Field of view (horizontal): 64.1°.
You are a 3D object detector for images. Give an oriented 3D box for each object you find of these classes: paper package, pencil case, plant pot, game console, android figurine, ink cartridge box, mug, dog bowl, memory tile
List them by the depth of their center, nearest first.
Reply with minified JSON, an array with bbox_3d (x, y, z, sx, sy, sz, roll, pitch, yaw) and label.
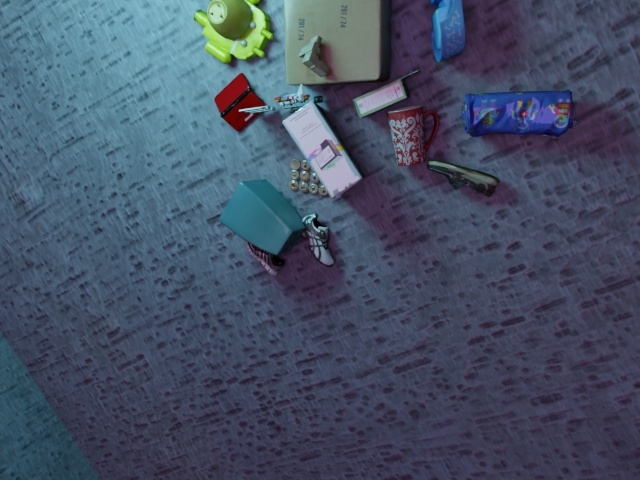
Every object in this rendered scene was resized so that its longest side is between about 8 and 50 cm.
[{"bbox_3d":[0.347,-0.659,1.432,0.074,0.166,0.298,-9,102,6],"label":"dog bowl"},{"bbox_3d":[0.563,-0.360,1.468,0.305,0.119,0.133,3,108,16],"label":"pencil case"},{"bbox_3d":[0.051,-0.632,1.518,0.309,0.168,0.325,3,107,17],"label":"paper package"},{"bbox_3d":[0.213,-0.443,1.554,0.209,0.109,0.062,-21,99,20],"label":"ink cartridge box"},{"bbox_3d":[0.286,-0.323,1.568,0.150,0.113,0.170,-4,107,19],"label":"mug"},{"bbox_3d":[-0.298,-0.700,1.581,0.134,0.095,0.134,4,105,17],"label":"plant pot"},{"bbox_3d":[0.017,-0.281,1.602,0.117,0.201,0.278,-32,95,11],"label":"ink cartridge box"},{"bbox_3d":[-0.277,-0.699,1.658,0.272,0.056,0.248,37,112,6],"label":"android figurine"},{"bbox_3d":[-0.182,-0.067,1.725,0.234,0.165,0.166,41,113,14],"label":"plant pot"},{"bbox_3d":[-0.274,-0.470,1.742,0.144,0.085,0.124,-35,124,22],"label":"game console"},{"bbox_3d":[-0.036,-0.216,1.744,0.147,0.012,0.113,11,108,14],"label":"memory tile"}]

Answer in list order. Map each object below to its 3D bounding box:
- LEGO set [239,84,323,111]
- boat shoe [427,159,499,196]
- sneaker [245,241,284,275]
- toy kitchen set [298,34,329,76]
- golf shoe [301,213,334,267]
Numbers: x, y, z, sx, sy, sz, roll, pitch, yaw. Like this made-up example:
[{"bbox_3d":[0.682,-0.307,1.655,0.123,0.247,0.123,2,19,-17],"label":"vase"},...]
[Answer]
[{"bbox_3d":[-0.120,-0.441,1.609,0.244,0.182,0.060,-5,101,10],"label":"LEGO set"},{"bbox_3d":[0.432,-0.191,1.576,0.223,0.080,0.074,17,104,7],"label":"boat shoe"},{"bbox_3d":[-0.194,0.044,1.839,0.074,0.063,0.170,-40,96,23],"label":"sneaker"},{"bbox_3d":[-0.014,-0.525,1.467,0.068,0.075,0.083,3,70,54],"label":"toy kitchen set"},{"bbox_3d":[0.000,0.000,1.760,0.093,0.077,0.198,-33,95,22],"label":"golf shoe"}]
